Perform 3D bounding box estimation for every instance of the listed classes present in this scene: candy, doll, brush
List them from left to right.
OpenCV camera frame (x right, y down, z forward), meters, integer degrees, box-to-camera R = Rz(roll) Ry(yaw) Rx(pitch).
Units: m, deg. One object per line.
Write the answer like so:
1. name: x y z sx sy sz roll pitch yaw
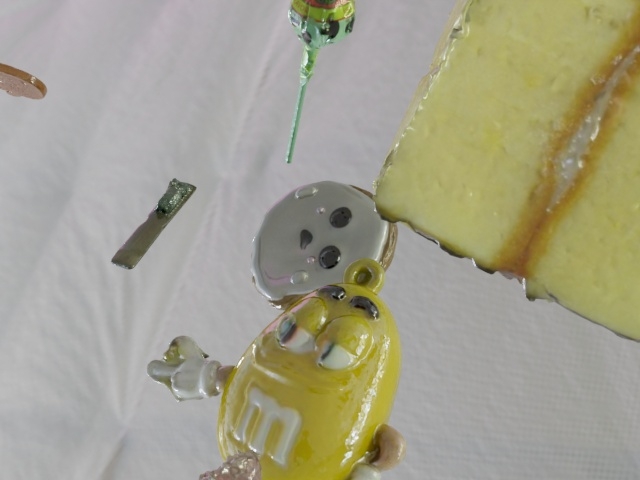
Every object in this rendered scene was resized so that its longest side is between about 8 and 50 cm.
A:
1. brush: -0.215 -0.028 1.733 0.034 0.028 0.190 18 -138 14
2. doll: -0.055 0.249 1.629 0.348 0.161 0.423 -13 -111 19
3. candy: -0.014 -0.229 1.864 0.091 0.305 0.083 13 -141 1

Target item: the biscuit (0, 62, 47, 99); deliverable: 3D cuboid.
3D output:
1. biscuit: -0.365 -0.190 1.565 0.091 0.078 0.015 19 -105 1

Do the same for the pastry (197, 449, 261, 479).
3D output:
1. pastry: -0.098 0.320 1.277 0.112 0.103 0.265 -15 -148 2

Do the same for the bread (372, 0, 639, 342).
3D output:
1. bread: 0.195 -0.074 0.987 0.263 0.198 0.236 26 -102 1

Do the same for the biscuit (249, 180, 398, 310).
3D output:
1. biscuit: 0.000 0.000 1.784 0.208 0.049 0.181 -8 -117 23
